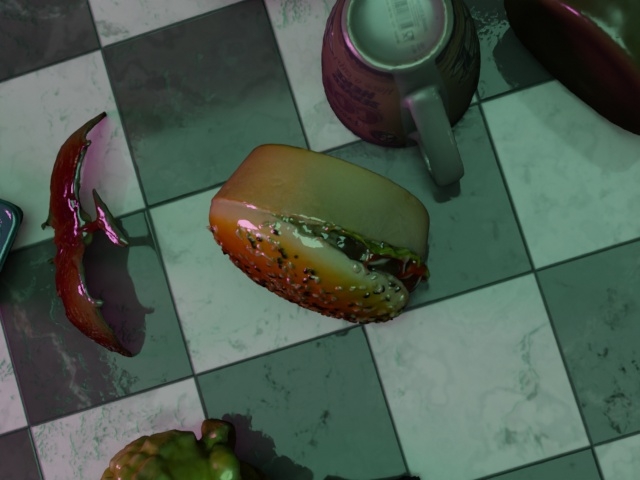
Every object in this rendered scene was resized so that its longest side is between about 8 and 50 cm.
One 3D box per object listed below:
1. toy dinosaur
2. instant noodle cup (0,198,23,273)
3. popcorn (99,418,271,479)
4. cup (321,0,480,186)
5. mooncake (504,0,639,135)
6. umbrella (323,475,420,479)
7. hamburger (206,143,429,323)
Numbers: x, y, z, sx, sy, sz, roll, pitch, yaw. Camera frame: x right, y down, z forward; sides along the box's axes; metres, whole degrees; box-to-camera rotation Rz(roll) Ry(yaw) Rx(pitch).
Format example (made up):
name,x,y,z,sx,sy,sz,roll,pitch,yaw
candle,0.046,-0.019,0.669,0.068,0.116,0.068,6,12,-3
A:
name,x,y,z,sx,sy,sz,roll,pitch,yaw
toy dinosaur,-0.317,-0.020,1.540,0.206,0.113,0.327,-47,56,36
instant noodle cup,-0.514,0.013,1.572,0.157,0.070,0.179,21,87,9
popcorn,-0.165,0.367,1.429,0.257,0.224,0.270,2,66,-19
cup,0.113,-0.216,1.443,0.227,0.257,0.301,-22,84,5
mooncake,0.382,-0.276,1.410,0.284,0.284,0.155,42,90,8
umbrella,0.047,0.347,1.497,0.188,0.046,0.050,-9,80,10
hamburger,0.000,0.000,1.414,0.300,0.300,0.176,21,80,7
